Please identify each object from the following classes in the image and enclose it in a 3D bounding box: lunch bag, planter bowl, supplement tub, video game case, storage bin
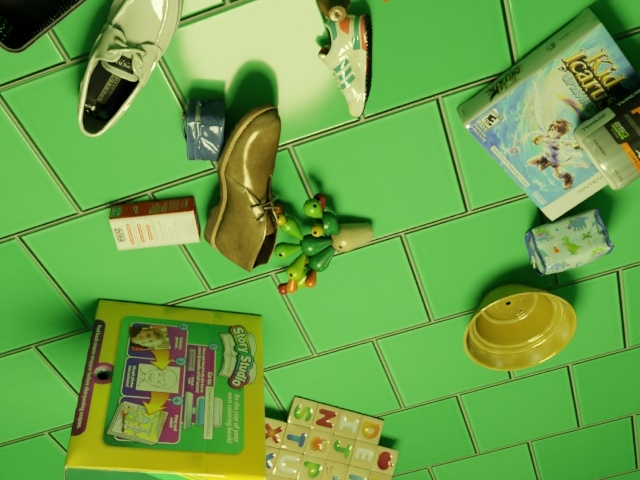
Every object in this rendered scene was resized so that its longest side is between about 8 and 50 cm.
[{"bbox_3d":[0.438,0.009,1.340,0.128,0.096,0.151,-18,163,10],"label":"lunch bag"},{"bbox_3d":[0.374,0.148,1.455,0.217,0.090,0.217,-3,130,-4],"label":"planter bowl"},{"bbox_3d":[0.481,-0.171,1.102,0.190,0.117,0.117,-37,124,19],"label":"supplement tub"},{"bbox_3d":[-0.178,-0.170,1.145,0.065,0.067,0.099,0,130,-6],"label":"lunch bag"},{"bbox_3d":[0.395,-0.187,1.195,0.244,0.061,0.269,-38,124,22],"label":"video game case"},{"bbox_3d":[-0.372,-0.345,0.968,0.180,0.084,0.122,-30,127,19],"label":"storage bin"}]

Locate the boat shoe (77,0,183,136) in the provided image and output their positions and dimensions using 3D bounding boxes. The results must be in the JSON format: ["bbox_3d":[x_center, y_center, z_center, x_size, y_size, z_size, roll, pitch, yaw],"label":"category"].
[{"bbox_3d":[-0.273,-0.258,1.047,0.096,0.088,0.267,28,122,-25],"label":"boat shoe"}]

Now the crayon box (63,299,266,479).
[{"bbox_3d":[-0.258,0.278,1.321,0.312,0.363,0.106,8,129,-12],"label":"crayon box"}]

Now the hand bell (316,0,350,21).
[{"bbox_3d":[0.008,-0.324,0.920,0.126,0.242,0.126,-3,131,-4],"label":"hand bell"}]

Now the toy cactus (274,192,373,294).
[{"bbox_3d":[0.000,0.000,1.304,0.180,0.112,0.219,-12,130,-21],"label":"toy cactus"}]

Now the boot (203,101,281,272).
[{"bbox_3d":[-0.097,-0.075,1.180,0.112,0.115,0.305,-26,149,-38],"label":"boot"}]

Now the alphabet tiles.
[{"bbox_3d":[0.005,0.507,1.646,0.342,0.011,0.285,20,82,-21],"label":"alphabet tiles"}]

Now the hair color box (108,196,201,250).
[{"bbox_3d":[-0.278,-0.028,1.270,0.141,0.043,0.072,-6,130,-2],"label":"hair color box"}]

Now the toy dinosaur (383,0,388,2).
[{"bbox_3d":[0.126,-0.354,1.041,0.090,0.047,0.082,17,145,-32],"label":"toy dinosaur"}]

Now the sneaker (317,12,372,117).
[{"bbox_3d":[0.036,-0.259,1.109,0.075,0.057,0.161,7,132,10],"label":"sneaker"}]
